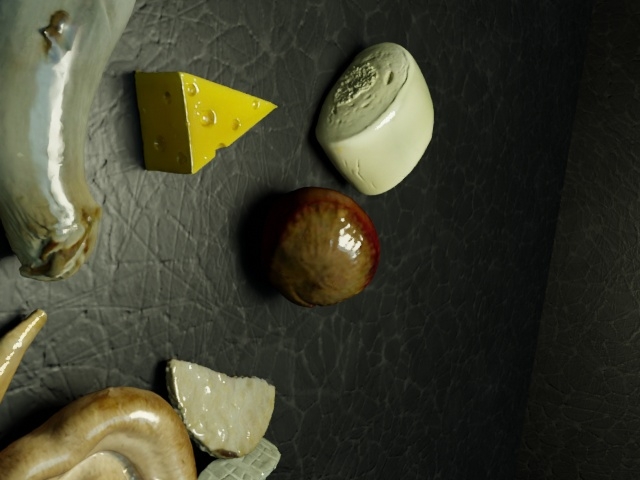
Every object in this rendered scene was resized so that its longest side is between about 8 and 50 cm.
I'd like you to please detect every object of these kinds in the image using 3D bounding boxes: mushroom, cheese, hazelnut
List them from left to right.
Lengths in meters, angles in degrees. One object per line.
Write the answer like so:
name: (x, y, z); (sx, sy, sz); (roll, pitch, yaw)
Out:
mushroom: (-0.272, -0.159, 0.621); (0.177, 0.126, 0.396); (21, 77, -62)
mushroom: (-0.271, 0.306, 0.707); (0.278, 0.146, 0.278); (-6, 101, -34)
cheese: (-0.144, -0.168, 0.813); (0.171, 0.093, 0.126); (-25, 117, -50)
hazelnut: (0.000, 0.000, 0.987); (0.208, 0.208, 0.208); (-17, 111, -51)

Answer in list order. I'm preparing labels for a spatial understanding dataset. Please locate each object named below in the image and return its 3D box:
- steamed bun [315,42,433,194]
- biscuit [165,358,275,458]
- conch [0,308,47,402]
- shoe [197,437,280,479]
steamed bun: (0.116, -0.216, 1.099); (0.200, 0.155, 0.250); (49, 62, -46)
biscuit: (-0.146, 0.261, 0.923); (0.250, 0.032, 0.133); (33, 47, -52)
conch: (-0.370, 0.208, 0.596); (0.330, 0.093, 0.109); (-55, 137, -30)
shoe: (-0.143, 0.394, 0.931); (0.125, 0.099, 0.227); (-62, 173, 20)
